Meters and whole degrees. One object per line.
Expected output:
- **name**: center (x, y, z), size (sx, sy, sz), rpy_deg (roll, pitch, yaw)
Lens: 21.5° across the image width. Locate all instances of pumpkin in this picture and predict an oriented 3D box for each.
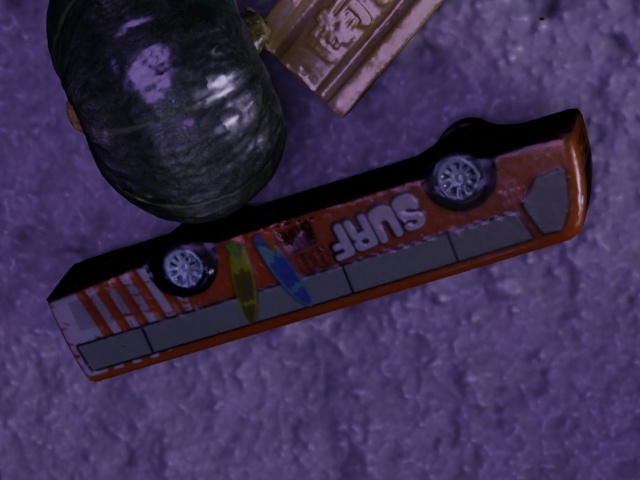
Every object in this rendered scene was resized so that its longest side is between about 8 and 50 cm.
- **pumpkin**: center (-0.103, -0.114, 1.164), size (0.152, 0.211, 0.211), rpy_deg (-15, 98, -5)

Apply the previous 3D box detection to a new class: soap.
- **soap**: center (0.063, -0.210, 1.184), size (0.092, 0.037, 0.252), rpy_deg (41, 108, 2)

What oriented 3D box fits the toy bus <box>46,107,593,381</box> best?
- **toy bus**: center (0.000, 0.000, 1.216), size (0.409, 0.093, 0.092), rpy_deg (-17, 105, 17)
